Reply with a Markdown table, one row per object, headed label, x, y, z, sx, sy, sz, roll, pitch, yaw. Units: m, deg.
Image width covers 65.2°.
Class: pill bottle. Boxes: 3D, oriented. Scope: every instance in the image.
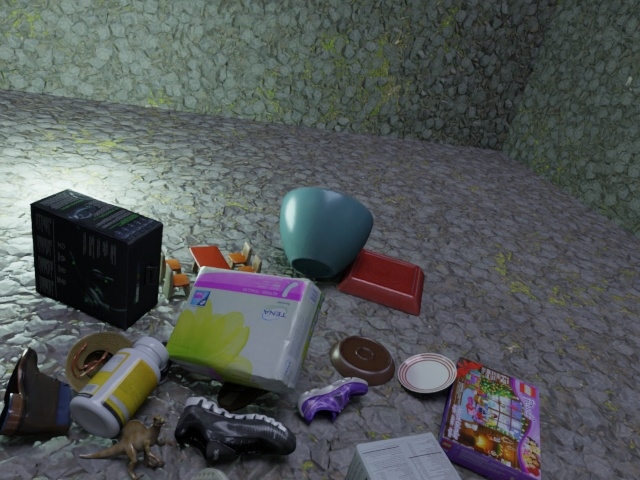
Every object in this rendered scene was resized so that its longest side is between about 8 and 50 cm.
| label | x | y | z | sx | sy | sz | roll | pitch | yaw |
| --- | --- | --- | --- | --- | --- | --- | --- | --- | --- |
| pill bottle | -0.373 | 0.272 | 0.953 | 0.103 | 0.103 | 0.184 | 20 | 38 | 12 |

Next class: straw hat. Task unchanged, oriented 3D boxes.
| label | x | y | z | sx | sy | sz | roll | pitch | yaw |
| --- | --- | --- | --- | --- | --- | --- | --- | --- | --- |
| straw hat | -0.451 | 0.254 | 1.016 | 0.061 | 0.144 | 0.145 | -20 | 0 | 43 |

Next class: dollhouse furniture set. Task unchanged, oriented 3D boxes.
| label | x | y | z | sx | sy | sz | roll | pitch | yaw |
| --- | --- | --- | --- | --- | --- | --- | --- | --- | --- |
| dollhouse furniture set | -0.276 | 0.085 | 1.334 | 0.262 | 0.135 | 0.259 | -5 | 33 | -31 |

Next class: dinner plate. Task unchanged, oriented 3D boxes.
| label | x | y | z | sx | sy | sz | roll | pitch | yaw |
| --- | --- | --- | --- | --- | --- | --- | --- | --- | --- |
| dinner plate | 0.259 | 0.325 | 1.217 | 0.141 | 0.017 | 0.141 | -11 | 23 | 5 |

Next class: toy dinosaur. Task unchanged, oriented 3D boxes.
| label | x | y | z | sx | sy | sz | roll | pitch | yaw |
| --- | --- | --- | --- | --- | --- | --- | --- | --- | --- |
| toy dinosaur | -0.320 | 0.360 | 0.868 | 0.092 | 0.183 | 0.053 | 61 | 14 | 5 |

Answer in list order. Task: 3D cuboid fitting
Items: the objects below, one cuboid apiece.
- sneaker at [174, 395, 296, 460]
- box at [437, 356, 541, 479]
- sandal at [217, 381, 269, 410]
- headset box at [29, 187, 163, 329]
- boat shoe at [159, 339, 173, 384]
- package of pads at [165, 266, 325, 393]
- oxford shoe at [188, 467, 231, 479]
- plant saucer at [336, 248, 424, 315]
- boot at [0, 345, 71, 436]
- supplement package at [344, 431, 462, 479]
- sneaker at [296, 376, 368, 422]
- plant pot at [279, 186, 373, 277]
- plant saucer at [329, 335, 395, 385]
| label | x | y | z | sx | sy | sz | roll | pitch | yaw |
| --- | --- | --- | --- | --- | --- | --- | --- | --- | --- |
| sneaker | -0.164 | 0.370 | 0.926 | 0.235 | 0.078 | 0.106 | 14 | 30 | 9 |
| box | 0.384 | 0.400 | 1.127 | 0.201 | 0.057 | 0.293 | 21 | 28 | 13 |
| sandal | -0.127 | 0.293 | 1.087 | 0.090 | 0.060 | 0.219 | 10 | 37 | 33 |
| headset box | -0.517 | 0.044 | 1.183 | 0.283 | 0.246 | 0.131 | 19 | 29 | 12 |
| boat shoe | -0.344 | 0.256 | 1.090 | 0.046 | 0.038 | 0.125 | 11 | 28 | -6 |
| package of pads | -0.163 | 0.184 | 1.056 | 0.297 | 0.101 | 0.229 | 4 | 60 | 25 |
| oxford shoe | -0.113 | 0.504 | 0.658 | 0.130 | 0.169 | 0.449 | 46 | -2 | -35 |
| plant saucer | 0.204 | 0.115 | 1.590 | 0.259 | 0.047 | 0.259 | 17 | 27 | 7 |
| boot | -0.528 | 0.287 | 0.942 | 0.106 | 0.082 | 0.219 | 24 | 16 | -31 |
| supplement package | 0.135 | 0.451 | 0.775 | 0.150 | 0.194 | 0.203 | 0 | 30 | -23 |
| sneaker | 0.032 | 0.350 | 1.079 | 0.170 | 0.068 | 0.071 | -12 | 52 | -26 |
| plant pot | 0.000 | 0.000 | 1.520 | 0.291 | 0.290 | 0.195 | 14 | 65 | 2 |
| plant saucer | 0.107 | 0.289 | 1.242 | 0.169 | 0.029 | 0.168 | 10 | 28 | -5 |
